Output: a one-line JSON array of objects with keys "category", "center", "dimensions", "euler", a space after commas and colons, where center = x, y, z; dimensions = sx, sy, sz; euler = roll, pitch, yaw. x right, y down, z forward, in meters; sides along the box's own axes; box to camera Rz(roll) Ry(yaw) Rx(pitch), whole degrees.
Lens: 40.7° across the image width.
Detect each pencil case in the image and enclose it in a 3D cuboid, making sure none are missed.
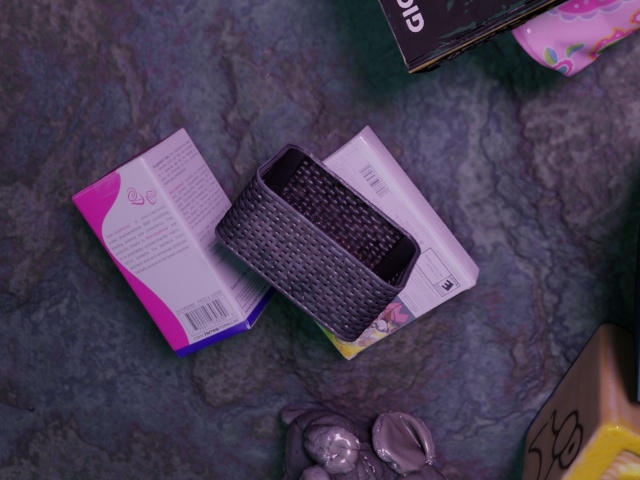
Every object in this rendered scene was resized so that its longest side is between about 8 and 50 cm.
[{"category": "pencil case", "center": [0.280, -0.255, 0.721], "dimensions": [0.284, 0.124, 0.124], "euler": [-36, 99, 29]}]

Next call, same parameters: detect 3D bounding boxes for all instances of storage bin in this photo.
[{"category": "storage bin", "center": [0.000, 0.000, 0.870], "dimensions": [0.180, 0.122, 0.084], "euler": [40, 118, -1]}]

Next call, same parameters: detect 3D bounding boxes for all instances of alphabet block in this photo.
[{"category": "alphabet block", "center": [0.328, 0.237, 0.881], "dimensions": [0.193, 0.197, 0.192], "euler": [26, 119, 5]}]

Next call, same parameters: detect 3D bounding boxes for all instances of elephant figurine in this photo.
[{"category": "elephant figurine", "center": [0.078, 0.291, 1.024], "dimensions": [0.239, 0.186, 0.169], "euler": [12, 157, -16]}]

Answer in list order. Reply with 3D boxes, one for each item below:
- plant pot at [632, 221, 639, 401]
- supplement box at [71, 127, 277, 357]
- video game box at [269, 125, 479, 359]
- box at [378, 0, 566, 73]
[{"category": "plant pot", "center": [0.371, 0.009, 0.789], "dimensions": [0.165, 0.165, 0.234], "euler": [-2, 106, 19]}, {"category": "supplement box", "center": [-0.159, 0.003, 0.983], "dimensions": [0.111, 0.114, 0.220], "euler": [-24, 106, 27]}, {"category": "video game box", "center": [0.041, 0.008, 0.957], "dimensions": [0.187, 0.048, 0.205], "euler": [-34, 99, 25]}, {"category": "box", "center": [0.124, -0.331, 0.668], "dimensions": [0.257, 0.079, 0.322], "euler": [-22, 92, 27]}]
